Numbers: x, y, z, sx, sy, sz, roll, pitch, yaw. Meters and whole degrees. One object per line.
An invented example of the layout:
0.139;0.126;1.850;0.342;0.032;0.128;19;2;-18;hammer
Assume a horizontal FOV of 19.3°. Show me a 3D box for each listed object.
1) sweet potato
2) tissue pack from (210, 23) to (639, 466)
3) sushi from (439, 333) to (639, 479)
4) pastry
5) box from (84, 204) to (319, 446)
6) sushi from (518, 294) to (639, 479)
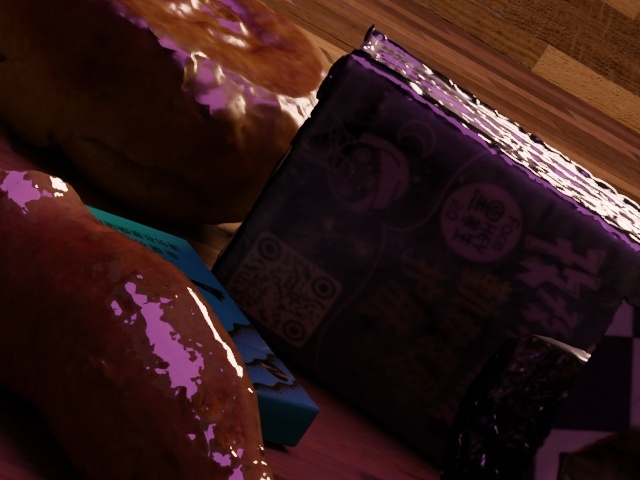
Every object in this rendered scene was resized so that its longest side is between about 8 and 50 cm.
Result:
-0.102;0.088;1.102;0.337;0.131;0.131;41;17;27;sweet potato
0.111;0.040;1.455;0.361;0.259;0.122;33;26;0;tissue pack
0.238;0.203;1.291;0.350;0.170;0.211;28;-3;-15;sushi
-0.140;-0.147;1.643;0.356;0.164;0.356;27;20;-11;pastry
-0.116;0.053;1.344;0.161;0.042;0.226;19;21;-41;box
0.233;0.227;1.154;0.292;0.294;0.059;31;-9;-3;sushi
